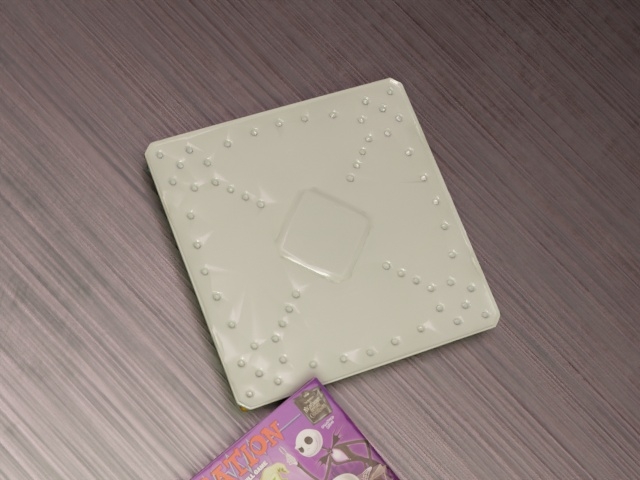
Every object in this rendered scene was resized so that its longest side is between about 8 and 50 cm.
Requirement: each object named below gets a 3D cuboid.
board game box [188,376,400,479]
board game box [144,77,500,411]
[{"bbox_3d":[-0.074,0.358,1.873,0.347,0.056,0.208,-39,84,-17],"label":"board game box"},{"bbox_3d":[0.000,0.000,2.048,0.390,0.050,0.390,-17,74,-18],"label":"board game box"}]
